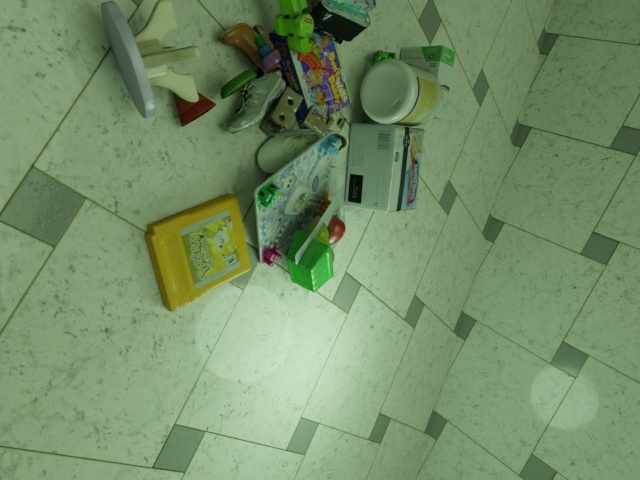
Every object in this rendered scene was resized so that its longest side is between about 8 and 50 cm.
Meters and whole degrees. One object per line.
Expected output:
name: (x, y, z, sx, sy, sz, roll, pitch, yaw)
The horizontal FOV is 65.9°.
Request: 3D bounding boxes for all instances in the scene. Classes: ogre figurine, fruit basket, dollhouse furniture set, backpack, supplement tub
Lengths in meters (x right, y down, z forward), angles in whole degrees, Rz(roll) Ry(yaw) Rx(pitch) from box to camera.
ogre figurine: (0.265, -0.724, 2.051, 0.197, 0.097, 0.118, -7, 118, -36)
fruit basket: (0.000, 0.000, 1.870, 0.327, 0.166, 0.353, 83, 29, -59)
dollhouse furniture set: (-0.083, -0.394, 1.663, 0.184, 0.129, 0.128, 31, 76, -18)
backpack: (0.053, -0.818, 1.621, 0.225, 0.191, 0.253, 4, 66, -38)
supplement tub: (0.336, -0.583, 1.983, 0.331, 0.241, 0.240, -12, 110, -54)

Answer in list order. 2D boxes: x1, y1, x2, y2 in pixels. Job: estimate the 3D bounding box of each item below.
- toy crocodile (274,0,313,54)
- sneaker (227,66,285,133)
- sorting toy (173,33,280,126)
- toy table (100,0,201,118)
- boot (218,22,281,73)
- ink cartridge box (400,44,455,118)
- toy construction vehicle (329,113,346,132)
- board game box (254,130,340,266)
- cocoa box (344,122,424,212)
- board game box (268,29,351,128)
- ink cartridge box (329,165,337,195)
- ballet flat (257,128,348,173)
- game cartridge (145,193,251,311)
toy crocodile: (-0.087, -0.732, 1.499, 0.105, 0.115, 0.340, -47, 138, -33)
sneaker: (-0.228, -0.455, 1.580, 0.115, 0.105, 0.281, 48, 55, -31)
sorting toy: (-0.288, -0.483, 1.439, 0.366, 0.127, 0.126, -38, 105, -9)
toy table: (-0.419, -0.465, 1.248, 0.161, 0.252, 0.274, -25, 131, -24)
boot: (-0.208, -0.584, 1.521, 0.197, 0.073, 0.152, -30, 95, -44)
ink cartridge box: (0.455, -0.694, 2.183, 0.122, 0.211, 0.289, -2, 102, -49)
toy construction vehicle: (0.068, -0.474, 1.941, 0.086, 0.035, 0.098, 46, 66, -45)
board game box: (-0.073, -0.135, 1.742, 0.390, 0.050, 0.389, -43, 155, -31)
cocoa box: (0.267, -0.306, 2.066, 0.228, 0.232, 0.346, -10, 109, -48)
board game box: (-0.026, -0.608, 1.762, 0.233, 0.078, 0.347, -44, 130, -32)
ink cartridge box: (0.037, -0.238, 1.980, 0.063, 0.029, 0.115, -13, 112, -47)
ballet flat: (-0.047, -0.336, 1.776, 0.400, 0.139, 0.139, -24, 118, -42)
game cartridge: (-0.376, 0.033, 1.570, 0.324, 0.053, 0.285, -30, 122, -41)
